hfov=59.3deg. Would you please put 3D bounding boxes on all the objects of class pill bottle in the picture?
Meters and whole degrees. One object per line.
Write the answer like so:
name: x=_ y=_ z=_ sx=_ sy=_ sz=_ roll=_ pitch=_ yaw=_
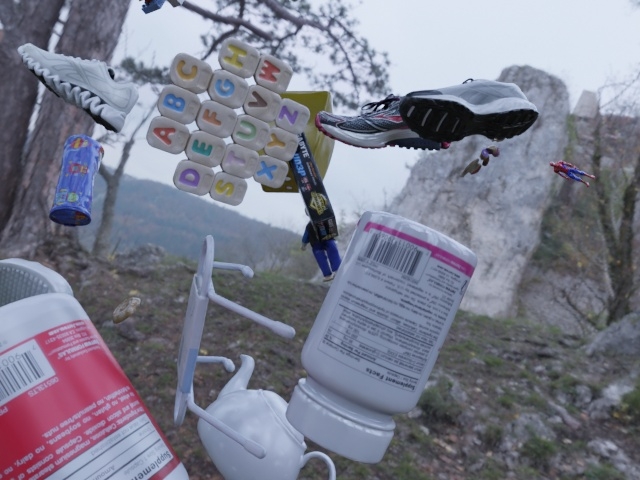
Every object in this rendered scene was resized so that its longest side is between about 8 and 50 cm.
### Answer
pill bottle: x=0.072 y=0.118 z=0.714 sx=0.160 sy=0.283 sz=0.160 roll=24 pitch=-2 yaw=1
pill bottle: x=-0.318 y=0.290 z=0.715 sx=0.407 sy=0.229 sz=0.229 roll=55 pitch=-1 yaw=6

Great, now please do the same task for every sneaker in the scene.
sneaker: x=-0.535 y=0.089 z=1.036 sx=0.366 sy=0.135 sz=0.150 roll=-2 pitch=10 yaw=36
sneaker: x=0.135 y=-0.259 z=1.202 sx=0.299 sy=0.112 sz=0.121 roll=-2 pitch=21 yaw=-10
sneaker: x=0.267 y=-0.250 z=1.049 sx=0.272 sy=0.108 sz=0.100 roll=-2 pitch=-32 yaw=-19
sneaker: x=-0.532 y=-0.357 z=1.246 sx=0.292 sy=0.118 sz=0.110 roll=33 pitch=-9 yaw=5

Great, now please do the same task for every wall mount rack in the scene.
wall mount rack: x=-0.159 y=0.180 z=0.946 sx=0.131 sy=0.350 sz=0.304 roll=8 pitch=14 yaw=-19

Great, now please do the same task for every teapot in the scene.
teapot: x=-0.114 y=0.404 z=1.158 sx=0.256 sy=0.187 sz=0.252 roll=56 pitch=-9 yaw=-20

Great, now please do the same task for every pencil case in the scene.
pencil case: x=-0.755 y=-0.183 z=1.750 sx=0.119 sy=0.306 sz=0.133 roll=8 pitch=-34 yaw=-17

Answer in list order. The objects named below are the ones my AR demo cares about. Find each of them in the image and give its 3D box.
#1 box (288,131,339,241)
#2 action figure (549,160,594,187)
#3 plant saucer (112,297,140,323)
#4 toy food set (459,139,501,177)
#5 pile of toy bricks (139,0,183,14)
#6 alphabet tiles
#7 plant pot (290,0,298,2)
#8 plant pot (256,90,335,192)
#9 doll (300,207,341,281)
box: x=-0.024 y=-0.119 z=1.186 sx=0.175 sy=0.051 sz=0.220 roll=74 pitch=-4 yaw=-76
action figure: x=0.633 y=-0.172 z=1.422 sx=0.115 sy=0.038 sz=0.030 roll=24 pitch=28 yaw=1
plant saucer: x=-0.480 y=0.168 z=1.376 sx=0.015 sy=0.083 sz=0.083 roll=54 pitch=-16 yaw=-27
toy food set: x=0.392 y=-0.193 z=1.337 sx=0.078 sy=0.122 sz=0.019 roll=-15 pitch=61 yaw=-41
pile of toy bricks: x=-0.207 y=-0.406 z=0.738 sx=0.118 sy=0.212 sz=0.105 roll=-1 pitch=-32 yaw=35
alphabet tiles: x=-0.157 y=-0.208 z=1.022 sx=0.278 sy=0.284 sz=0.021 roll=18 pitch=10 yaw=-33
plant pot: x=0.032 y=-0.670 z=1.117 sx=0.366 sy=0.353 sz=0.366 roll=59 pitch=6 yaw=-10
plant pot: x=-0.077 y=-0.232 z=1.409 sx=0.212 sy=0.187 sz=0.212 roll=1 pitch=-24 yaw=5
doll: x=0.000 y=0.000 z=1.309 sx=0.046 sy=0.189 sz=0.129 roll=-7 pitch=-15 yaw=-45
